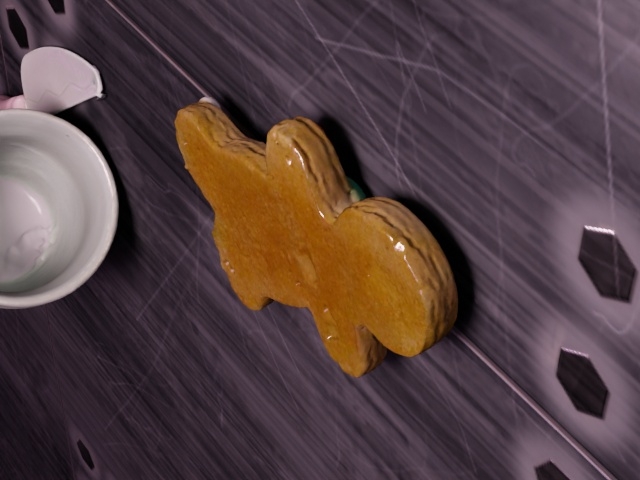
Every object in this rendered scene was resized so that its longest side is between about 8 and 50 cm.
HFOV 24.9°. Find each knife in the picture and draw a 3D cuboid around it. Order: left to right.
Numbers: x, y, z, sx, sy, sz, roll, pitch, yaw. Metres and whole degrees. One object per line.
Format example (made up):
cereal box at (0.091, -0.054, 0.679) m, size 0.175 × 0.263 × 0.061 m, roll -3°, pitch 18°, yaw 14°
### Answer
knife at (-0.285, -0.148, 1.466) m, size 0.336 × 0.043 × 0.081 m, roll -16°, pitch 92°, yaw 58°

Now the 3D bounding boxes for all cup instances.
cup at (-0.344, -0.045, 1.449) m, size 0.258 × 0.186 × 0.234 m, roll 39°, pitch 164°, yaw -13°

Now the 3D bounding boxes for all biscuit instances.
biscuit at (0.000, 0.000, 1.027) m, size 0.301 × 0.049 × 0.197 m, roll 21°, pitch 136°, yaw 56°
